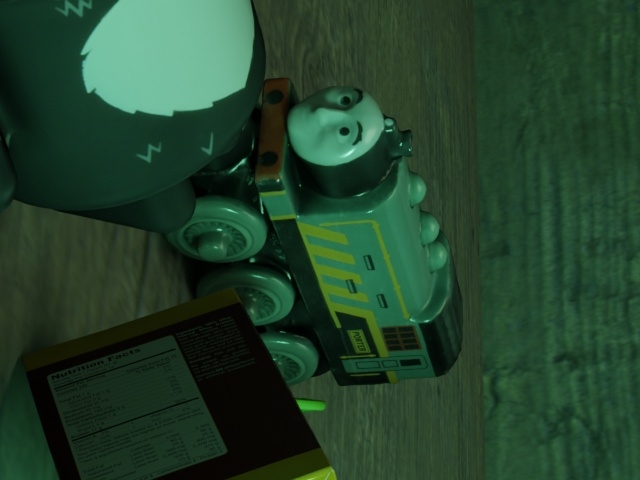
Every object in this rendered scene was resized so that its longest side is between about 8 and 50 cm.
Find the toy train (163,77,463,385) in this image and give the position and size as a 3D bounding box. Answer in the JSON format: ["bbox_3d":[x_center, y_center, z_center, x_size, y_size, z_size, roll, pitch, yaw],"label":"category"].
[{"bbox_3d":[0.000,0.000,1.365,0.334,0.190,0.142,70,18,-52],"label":"toy train"}]

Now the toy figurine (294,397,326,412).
[{"bbox_3d":[-0.080,0.176,1.156,0.173,0.130,0.159,13,81,-55],"label":"toy figurine"}]

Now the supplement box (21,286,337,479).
[{"bbox_3d":[-0.064,0.166,0.975,0.194,0.129,0.191,-123,-162,-57],"label":"supplement box"}]

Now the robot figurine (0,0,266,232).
[{"bbox_3d":[-0.122,-0.126,0.868,0.278,0.174,0.209,73,-1,-46],"label":"robot figurine"}]
